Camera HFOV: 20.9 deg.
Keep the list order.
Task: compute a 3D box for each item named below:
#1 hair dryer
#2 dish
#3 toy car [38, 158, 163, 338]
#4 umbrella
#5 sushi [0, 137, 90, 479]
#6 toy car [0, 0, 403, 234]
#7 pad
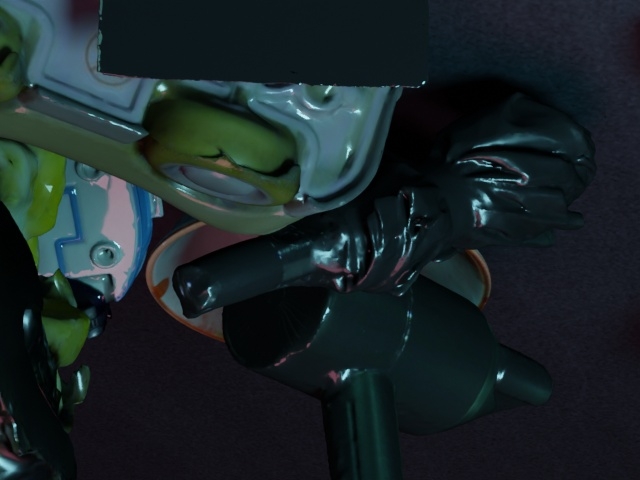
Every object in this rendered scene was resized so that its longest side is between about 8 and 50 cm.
[{"bbox_3d":[0.061,0.155,1.201,0.244,0.302,0.116,26,136,-37],"label":"hair dryer"},{"bbox_3d":[0.000,0.000,1.323,0.260,0.085,0.260,2,151,1],"label":"dish"},{"bbox_3d":[-0.273,-0.024,1.276,0.314,0.166,0.198,-9,113,-1],"label":"toy car"},{"bbox_3d":[0.047,-0.016,1.120,0.340,0.118,0.118,-19,167,-36],"label":"umbrella"},{"bbox_3d":[-0.311,0.041,1.067,0.328,0.285,0.328,-16,122,6],"label":"sushi"},{"bbox_3d":[-0.126,-0.153,0.964,0.336,0.242,0.226,19,169,-20],"label":"toy car"},{"bbox_3d":[-0.024,-0.198,0.850,0.163,0.243,0.004,2,179,-4],"label":"pad"}]
